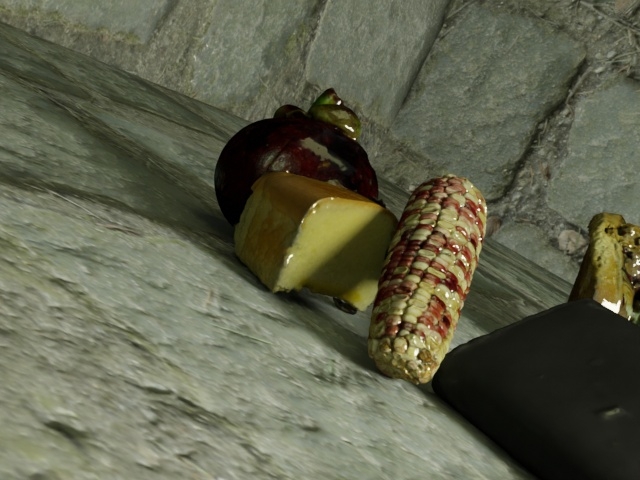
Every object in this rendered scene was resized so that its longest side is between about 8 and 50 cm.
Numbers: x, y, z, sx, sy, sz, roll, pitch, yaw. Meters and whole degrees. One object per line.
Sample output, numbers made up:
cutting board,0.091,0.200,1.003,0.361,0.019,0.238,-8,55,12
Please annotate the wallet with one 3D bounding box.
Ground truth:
wallet,0.305,0.184,0.949,0.228,0.062,0.406,-18,32,-25

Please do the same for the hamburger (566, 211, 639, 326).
hamburger,0.455,0.104,1.555,0.195,0.276,0.318,20,12,12

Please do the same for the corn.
corn,0.113,0.040,1.102,0.098,0.098,0.290,26,44,-5

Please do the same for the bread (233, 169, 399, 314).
bread,0.000,0.000,1.202,0.160,0.140,0.169,16,12,-29

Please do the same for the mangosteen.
mangosteen,-0.020,-0.078,1.351,0.216,0.216,0.216,26,8,-4
